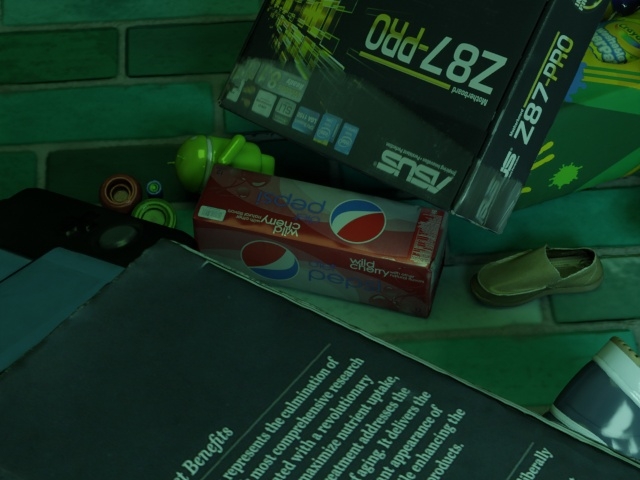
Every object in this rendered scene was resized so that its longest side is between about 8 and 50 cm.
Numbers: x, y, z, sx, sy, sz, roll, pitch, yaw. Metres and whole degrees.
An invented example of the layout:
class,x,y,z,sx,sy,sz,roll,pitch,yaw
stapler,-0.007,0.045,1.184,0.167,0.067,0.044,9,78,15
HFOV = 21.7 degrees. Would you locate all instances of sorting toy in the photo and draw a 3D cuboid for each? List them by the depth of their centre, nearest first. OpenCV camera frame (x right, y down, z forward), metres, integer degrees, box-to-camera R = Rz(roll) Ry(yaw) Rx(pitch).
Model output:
class,x,y,z,sx,sy,sz,roll,pitch,yaw
sorting toy,-0.198,-0.036,1.853,0.102,0.042,0.061,41,76,14

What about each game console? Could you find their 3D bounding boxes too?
class,x,y,z,sx,sy,sz,roll,pitch,yaw
game console,-0.340,0.075,1.655,0.342,0.060,0.386,20,44,42

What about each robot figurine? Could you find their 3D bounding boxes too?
class,x,y,z,sx,sy,sz,roll,pitch,yaw
robot figurine,-0.110,-0.081,1.855,0.115,0.101,0.067,8,77,-19

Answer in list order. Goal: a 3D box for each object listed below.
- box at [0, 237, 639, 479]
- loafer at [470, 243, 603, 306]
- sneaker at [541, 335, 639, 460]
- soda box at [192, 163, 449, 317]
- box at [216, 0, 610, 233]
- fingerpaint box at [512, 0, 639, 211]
class,x,y,z,sx,sy,sz,roll,pitch,yaw
box,-0.017,0.332,1.234,0.472,0.480,0.297,26,40,20
loafer,0.232,0.031,1.786,0.148,0.050,0.056,-11,51,-9
sneaker,0.289,0.232,1.441,0.153,0.099,0.282,-42,101,0
soda box,0.000,0.000,1.784,0.263,0.092,0.083,12,52,10
box,0.098,-0.220,1.790,0.395,0.097,0.318,28,96,43
fingerpaint box,0.270,-0.281,1.969,0.371,0.163,0.445,-17,53,-13
